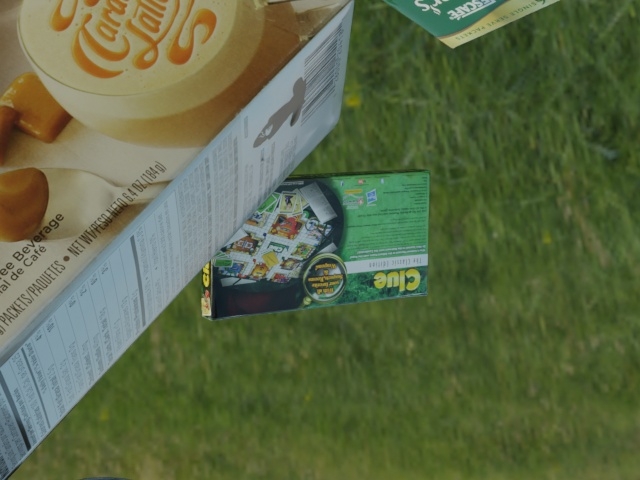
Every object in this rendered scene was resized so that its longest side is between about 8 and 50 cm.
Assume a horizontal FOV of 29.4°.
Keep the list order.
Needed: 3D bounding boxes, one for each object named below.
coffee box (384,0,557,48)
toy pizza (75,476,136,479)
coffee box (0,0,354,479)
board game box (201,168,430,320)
[{"bbox_3d":[0.061,-0.196,0.774,0.184,0.040,0.113,29,153,-31],"label":"coffee box"},{"bbox_3d":[-0.222,0.328,1.383,0.201,0.032,0.201,14,-167,-3],"label":"toy pizza"},{"bbox_3d":[-0.114,-0.036,0.522,0.246,0.141,0.098,-48,163,-26],"label":"coffee box"},{"bbox_3d":[0.000,0.000,1.221,0.260,0.136,0.030,-4,-172,-33],"label":"board game box"}]
